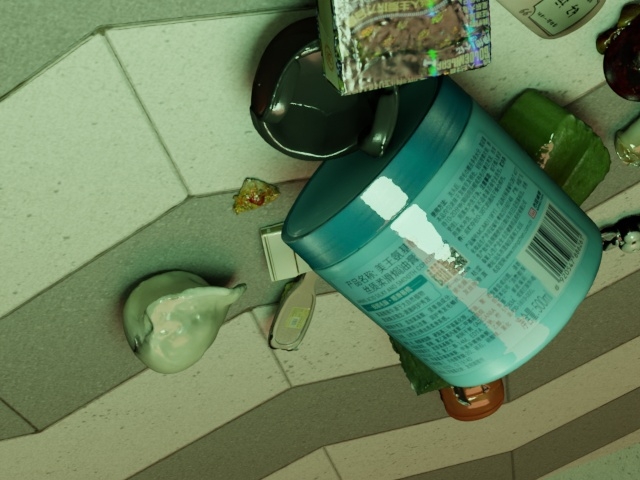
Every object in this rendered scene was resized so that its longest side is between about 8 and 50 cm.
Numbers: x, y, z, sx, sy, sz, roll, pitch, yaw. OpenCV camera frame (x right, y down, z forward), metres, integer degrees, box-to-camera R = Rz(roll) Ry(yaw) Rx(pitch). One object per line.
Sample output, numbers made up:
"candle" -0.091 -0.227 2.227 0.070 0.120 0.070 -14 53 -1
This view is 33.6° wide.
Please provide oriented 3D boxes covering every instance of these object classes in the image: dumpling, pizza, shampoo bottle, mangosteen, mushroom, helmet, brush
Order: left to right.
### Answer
"dumpling" -0.234 0.123 1.829 0.227 0.243 0.175 -30 112 -18
"pizza" -0.108 -0.070 1.695 0.083 0.025 0.078 -22 151 3
"brush" -0.035 0.078 1.946 0.072 0.067 0.313 3 130 -24
"helmet" 0.005 -0.198 1.403 0.189 0.193 0.216 16 138 -17
"shampoo bottle" 0.177 -0.012 1.527 0.342 0.331 0.331 41 120 -13
"mangosteen" 0.495 -0.289 1.615 0.152 0.152 0.152 -15 148 -9
"mushroom" 0.580 -0.215 1.822 0.092 0.081 0.223 -25 156 -30

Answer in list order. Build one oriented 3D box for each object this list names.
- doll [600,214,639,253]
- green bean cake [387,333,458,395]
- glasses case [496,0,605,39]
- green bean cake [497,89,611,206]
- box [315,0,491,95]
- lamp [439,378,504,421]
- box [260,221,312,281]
"doll" 0.667 -0.030 2.165 0.219 0.067 0.091 -23 153 7
"green bean cake" 0.219 0.133 1.982 0.132 0.255 0.241 -5 141 -28
"glasses case" 0.282 -0.365 1.420 0.122 0.075 0.314 -36 145 24
"green bean cake" 0.346 -0.105 1.761 0.248 0.125 0.222 -54 142 8
"box" 0.090 -0.339 1.224 0.198 0.084 0.310 -14 121 -11
"lamp" 0.340 0.308 2.379 0.164 0.188 0.187 -14 149 4
"box" 0.000 0.000 1.832 0.198 0.029 0.109 -16 132 -7
